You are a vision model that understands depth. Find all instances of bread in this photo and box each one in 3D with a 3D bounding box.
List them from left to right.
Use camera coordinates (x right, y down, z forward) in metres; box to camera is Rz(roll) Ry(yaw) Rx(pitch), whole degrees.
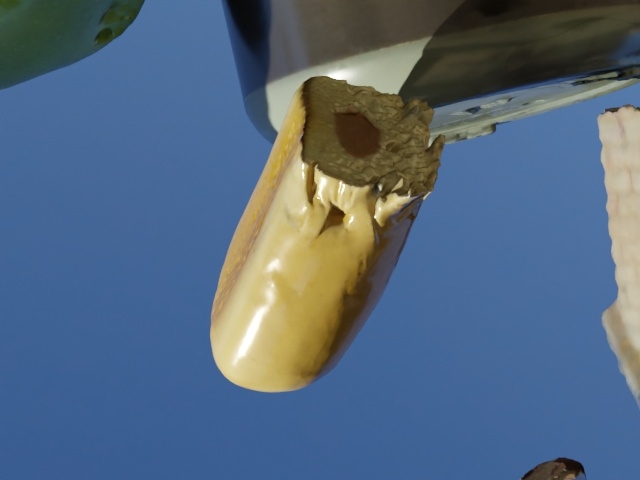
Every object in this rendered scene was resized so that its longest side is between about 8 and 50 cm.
[{"bbox_3d":[0.002,0.000,0.945,0.085,0.173,0.134,18,-148,-12],"label":"bread"}]

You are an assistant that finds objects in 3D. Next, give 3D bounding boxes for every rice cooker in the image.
[{"bbox_3d":[0.075,-0.238,1.146,0.335,0.335,0.325,-12,-92,-36],"label":"rice cooker"}]

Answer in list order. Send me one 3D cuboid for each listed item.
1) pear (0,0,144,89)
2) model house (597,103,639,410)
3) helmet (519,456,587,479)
[{"bbox_3d":[-0.260,-0.254,1.217,0.318,0.342,0.238,5,-125,-30],"label":"pear"},{"bbox_3d":[0.536,0.043,1.582,0.395,0.400,0.445,-2,-179,-21],"label":"model house"},{"bbox_3d":[0.092,0.315,0.995,0.197,0.338,0.271,49,-178,28],"label":"helmet"}]
